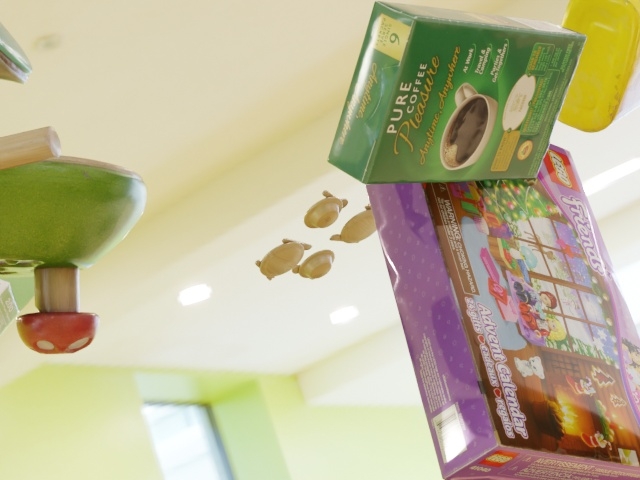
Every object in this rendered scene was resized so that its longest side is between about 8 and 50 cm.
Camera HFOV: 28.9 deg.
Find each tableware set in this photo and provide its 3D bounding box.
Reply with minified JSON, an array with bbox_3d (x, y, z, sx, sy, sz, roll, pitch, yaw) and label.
[{"bbox_3d":[0.000,0.000,1.619,0.169,0.020,0.141,-44,-33,17],"label":"tableware set"}]

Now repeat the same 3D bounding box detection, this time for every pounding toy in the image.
[{"bbox_3d":[-0.201,0.013,0.735,0.183,0.110,0.237,-3,-7,7],"label":"pounding toy"}]

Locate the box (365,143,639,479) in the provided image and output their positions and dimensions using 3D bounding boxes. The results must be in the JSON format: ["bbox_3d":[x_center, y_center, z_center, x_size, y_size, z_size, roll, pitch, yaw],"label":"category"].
[{"bbox_3d":[0.141,0.038,0.903,0.201,0.293,0.057,15,-41,-37],"label":"box"}]

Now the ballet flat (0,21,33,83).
[{"bbox_3d":[-0.289,-0.172,0.908,0.068,0.072,0.213,-32,-31,0],"label":"ballet flat"}]

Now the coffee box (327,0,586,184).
[{"bbox_3d":[0.094,-0.095,0.822,0.184,0.040,0.113,-6,-60,-44],"label":"coffee box"}]

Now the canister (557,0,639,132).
[{"bbox_3d":[0.260,-0.169,1.040,0.170,0.073,0.126,-31,-40,-47],"label":"canister"}]

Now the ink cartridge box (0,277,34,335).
[{"bbox_3d":[-0.392,0.041,1.327,0.235,0.171,0.056,-56,-27,-37],"label":"ink cartridge box"}]
